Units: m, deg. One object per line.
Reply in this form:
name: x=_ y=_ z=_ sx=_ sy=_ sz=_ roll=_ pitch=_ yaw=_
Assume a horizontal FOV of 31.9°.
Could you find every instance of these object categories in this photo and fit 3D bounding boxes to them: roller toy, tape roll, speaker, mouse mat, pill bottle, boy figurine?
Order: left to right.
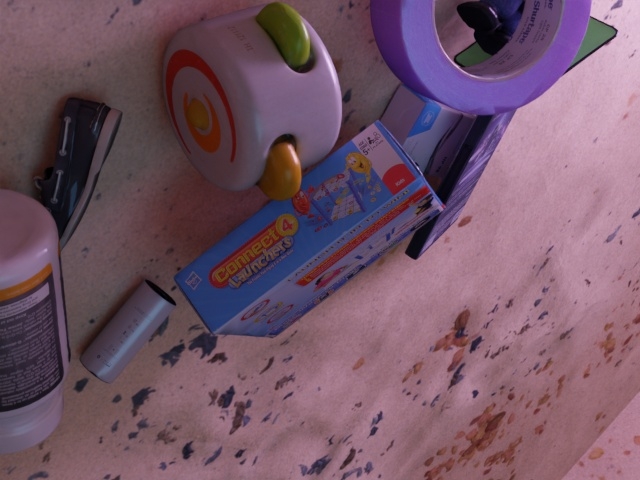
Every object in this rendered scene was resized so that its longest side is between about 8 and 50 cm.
pill bottle: x=-0.358 y=0.094 z=1.225 sx=0.162 sy=0.162 sz=0.278 roll=-23 pitch=136 yaw=-31
speaker: x=-0.248 y=0.117 z=1.448 sx=0.136 sy=0.055 sz=0.055 roll=-51 pitch=144 yaw=2
roller toy: x=-0.084 y=-0.156 z=1.253 sx=0.146 sy=0.191 sz=0.209 roll=-23 pitch=112 yaw=-30
tape roll: x=0.204 y=-0.302 z=1.417 sx=0.275 sy=0.090 sz=0.274 roll=-8 pitch=112 yaw=-21
mouse mat: x=0.301 y=-0.273 z=1.572 sx=0.190 sy=0.153 sz=0.007 roll=-37 pitch=138 yaw=-15
boy figurine: x=0.318 y=-0.386 z=1.538 sx=0.285 sy=0.092 sz=0.177 roll=-47 pitch=119 yaw=-7

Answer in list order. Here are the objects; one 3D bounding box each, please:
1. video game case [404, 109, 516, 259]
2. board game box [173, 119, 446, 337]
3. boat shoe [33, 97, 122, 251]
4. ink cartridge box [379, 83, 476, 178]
video game case: x=0.222 y=-0.115 z=1.657 sx=0.196 sy=0.026 sz=0.274 roll=-38 pitch=156 yaw=-58
board game box: x=0.000 y=0.000 z=1.423 sx=0.308 sy=0.086 sz=0.302 roll=-37 pitch=168 yaw=5
boat shoe: x=-0.286 y=-0.069 z=1.258 sx=0.065 sy=0.075 sz=0.206 roll=24 pitch=116 yaw=-8
ink cartridge box: x=0.162 y=-0.152 z=1.618 sx=0.180 sy=0.060 sz=0.104 roll=8 pitch=116 yaw=-49
